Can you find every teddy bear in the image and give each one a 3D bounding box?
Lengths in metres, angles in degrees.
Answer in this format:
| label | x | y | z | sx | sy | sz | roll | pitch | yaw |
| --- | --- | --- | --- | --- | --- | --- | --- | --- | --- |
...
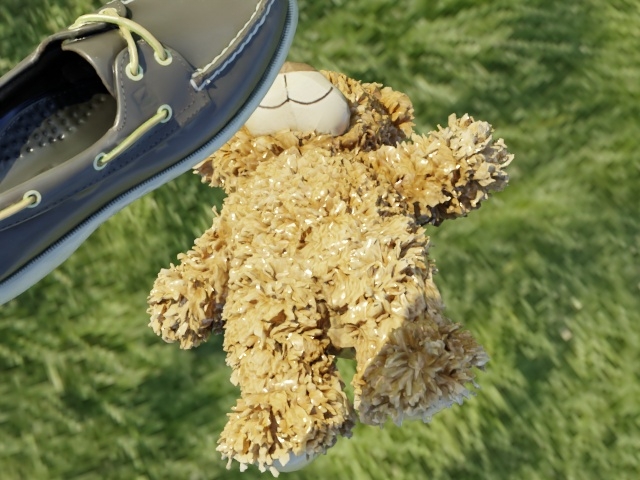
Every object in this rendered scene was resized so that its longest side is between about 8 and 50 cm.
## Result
| label | x | y | z | sx | sy | sz | roll | pitch | yaw |
| --- | --- | --- | --- | --- | --- | --- | --- | --- | --- |
| teddy bear | 0.000 | 0.000 | 1.140 | 0.245 | 0.338 | 0.113 | -14 | 137 | 30 |

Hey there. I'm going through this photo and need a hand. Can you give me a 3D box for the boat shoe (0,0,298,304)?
| label | x | y | z | sx | sy | sz | roll | pitch | yaw |
| --- | --- | --- | --- | --- | --- | --- | --- | --- | --- |
| boat shoe | -0.099 | -0.061 | 0.808 | 0.228 | 0.081 | 0.068 | -44 | 154 | -16 |
